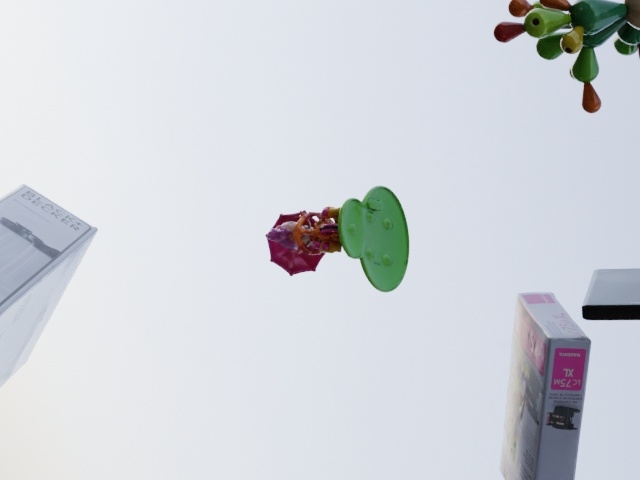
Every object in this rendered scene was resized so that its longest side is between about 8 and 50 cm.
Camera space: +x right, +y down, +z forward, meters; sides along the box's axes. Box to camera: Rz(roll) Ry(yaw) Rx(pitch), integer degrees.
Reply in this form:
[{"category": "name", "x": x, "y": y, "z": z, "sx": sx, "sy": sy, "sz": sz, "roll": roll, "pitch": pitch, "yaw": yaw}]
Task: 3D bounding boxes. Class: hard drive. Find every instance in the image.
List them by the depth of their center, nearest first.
[{"category": "hard drive", "x": 0.376, "y": 0.066, "z": 1.541, "sx": 0.094, "sy": 0.135, "sz": 0.022, "roll": -1, "pitch": -73, "yaw": 19}]

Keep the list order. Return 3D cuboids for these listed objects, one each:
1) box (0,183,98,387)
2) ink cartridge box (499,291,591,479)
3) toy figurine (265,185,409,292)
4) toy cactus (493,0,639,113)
[{"category": "box", "x": -0.302, "y": 0.068, "z": 1.079, "sx": 0.087, "sy": 0.169, "sz": 0.290, "roll": 30, "pitch": 15, "yaw": -2}, {"category": "ink cartridge box", "x": 0.286, "y": 0.242, "z": 1.638, "sx": 0.186, "sy": 0.065, "sz": 0.311, "roll": -105, "pitch": -165, "yaw": -74}, {"category": "toy figurine", "x": 0.000, "y": 0.000, "z": 1.531, "sx": 0.159, "sy": 0.173, "sz": 0.130, "roll": -4, "pitch": -100, "yaw": 30}, {"category": "toy cactus", "x": 0.290, "y": -0.210, "z": 1.247, "sx": 0.181, "sy": 0.219, "sz": 0.112, "roll": -20, "pitch": -112, "yaw": 39}]
